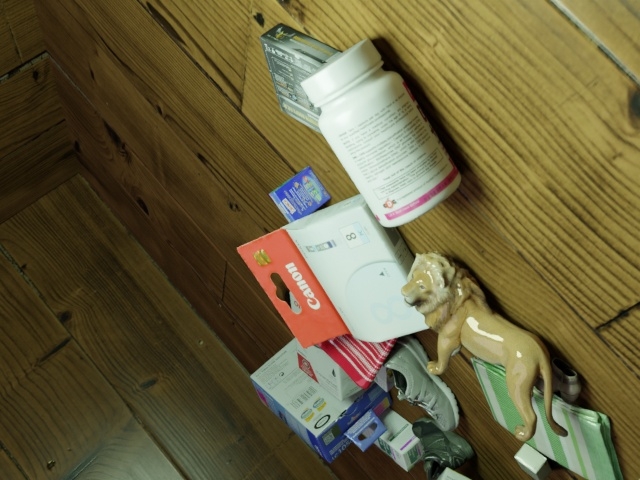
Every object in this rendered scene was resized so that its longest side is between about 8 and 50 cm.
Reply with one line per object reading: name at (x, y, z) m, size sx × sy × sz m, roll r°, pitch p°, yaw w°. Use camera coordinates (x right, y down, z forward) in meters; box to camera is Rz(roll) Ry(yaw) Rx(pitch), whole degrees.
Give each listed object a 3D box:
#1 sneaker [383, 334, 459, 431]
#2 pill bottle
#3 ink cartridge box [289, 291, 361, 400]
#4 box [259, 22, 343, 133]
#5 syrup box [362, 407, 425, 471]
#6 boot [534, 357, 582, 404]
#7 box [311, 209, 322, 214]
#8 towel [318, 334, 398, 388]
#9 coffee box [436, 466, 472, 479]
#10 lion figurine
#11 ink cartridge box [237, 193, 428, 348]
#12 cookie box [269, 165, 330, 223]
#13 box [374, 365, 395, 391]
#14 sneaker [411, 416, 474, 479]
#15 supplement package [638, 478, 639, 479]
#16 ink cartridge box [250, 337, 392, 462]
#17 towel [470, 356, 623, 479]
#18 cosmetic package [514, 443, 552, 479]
sneaker at (0.238, 0.368, 2.060) m, size 0.281 × 0.115 × 0.105 m, roll 56°, pitch 159°, yaw -12°
pill bottle at (0.098, -0.178, 1.388) m, size 0.283 × 0.160 × 0.160 m, roll 56°, pitch 159°, yaw -13°
ink cartridge box at (0.028, 0.260, 2.246) m, size 0.197 × 0.114 × 0.273 m, roll 31°, pitch 136°, yaw 44°
box at (-0.006, -0.288, 1.575) m, size 0.231 × 0.056 × 0.183 m, roll 35°, pitch 154°, yaw 39°
syrup box at (0.205, 0.573, 2.502) m, size 0.237 × 0.096 × 0.093 m, roll 33°, pitch 152°, yaw 44°
boot at (0.439, 0.253, 1.564) m, size 0.118 × 0.042 × 0.087 m, roll 31°, pitch 145°, yaw 42°
box at (0.000, 0.000, 1.956) m, size 0.103 × 0.114 × 0.203 m, roll 57°, pitch 157°, yaw -17°
towel at (0.097, 0.202, 2.004) m, size 0.199 × 0.031 × 0.275 m, roll 43°, pitch 126°, yaw 28°
coffee box at (0.377, 0.827, 2.102) m, size 0.338 × 0.334 × 0.338 m, roll 25°, pitch 153°, yaw 10°
lion figurine at (0.320, 0.190, 1.575) m, size 0.392 × 0.142 × 0.240 m, roll 29°, pitch 130°, yaw 26°
ink cartridge box at (0.024, 0.094, 1.822) m, size 0.384 × 0.091 × 0.308 m, roll -22°, pitch 110°, yaw 31°
cookie box at (-0.047, -0.101, 1.899) m, size 0.092 × 0.107 × 0.040 m, roll 55°, pitch 159°, yaw -8°
box at (0.167, 0.281, 2.143) m, size 0.067 × 0.063 × 0.324 m, roll 39°, pitch 156°, yaw 29°
sneaker at (0.295, 0.558, 2.243) m, size 0.227 × 0.130 × 0.087 m, roll 23°, pitch 143°, yaw 56°
supplement package at (0.600, 0.552, 1.475) m, size 0.194 × 0.203 × 0.149 m, roll 39°, pitch 156°, yaw 33°
ink cartridge box at (0.020, 0.456, 2.451) m, size 0.395 × 0.270 × 0.151 m, roll 32°, pitch 154°, yaw 43°
towel at (0.462, 0.369, 1.708) m, size 0.324 × 0.038 × 0.248 m, roll 24°, pitch 147°, yaw 48°
cosmetic package at (0.469, 0.492, 1.839) m, size 0.060 × 0.041 × 0.115 m, roll 35°, pitch 170°, yaw 31°
